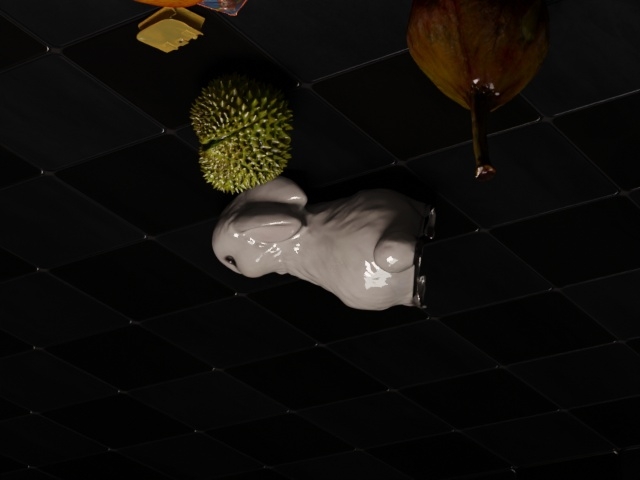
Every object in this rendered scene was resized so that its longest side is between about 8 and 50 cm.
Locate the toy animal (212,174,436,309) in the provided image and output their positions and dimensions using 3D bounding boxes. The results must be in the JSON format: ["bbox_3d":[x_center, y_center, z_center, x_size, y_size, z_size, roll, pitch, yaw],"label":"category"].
[{"bbox_3d":[0.000,0.000,2.604,0.357,0.193,0.258,8,163,8],"label":"toy animal"}]

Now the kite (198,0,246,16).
[{"bbox_3d":[-0.142,-0.338,2.140,0.190,0.010,0.159,-8,149,18],"label":"kite"}]

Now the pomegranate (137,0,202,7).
[{"bbox_3d":[-0.172,-0.367,1.839,0.221,0.256,0.220,-3,109,-8],"label":"pomegranate"}]

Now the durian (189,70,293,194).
[{"bbox_3d":[-0.105,-0.145,2.347,0.146,0.159,0.198,-11,155,3],"label":"durian"}]

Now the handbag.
[{"bbox_3d":[-0.202,-0.284,2.233,0.061,0.027,0.083,22,150,-34],"label":"handbag"}]

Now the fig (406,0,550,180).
[{"bbox_3d":[0.221,-0.212,2.073,0.191,0.290,0.190,-16,144,-12],"label":"fig"}]
